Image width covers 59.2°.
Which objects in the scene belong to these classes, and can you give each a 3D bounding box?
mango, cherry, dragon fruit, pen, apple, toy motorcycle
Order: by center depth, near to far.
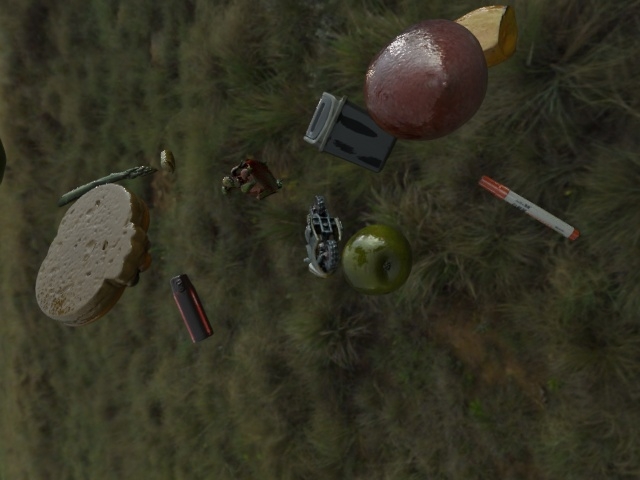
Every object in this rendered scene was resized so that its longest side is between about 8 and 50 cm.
[{"bbox_3d":[0.200,-0.277,1.025,0.239,0.239,0.206,38,169,43],"label":"cherry"},{"bbox_3d":[0.439,-0.070,1.189,0.239,0.028,0.028,31,133,1],"label":"pen"},{"bbox_3d":[0.001,0.000,1.367,0.229,0.093,0.130,-104,18,-44],"label":"toy motorcycle"},{"bbox_3d":[0.154,0.055,1.494,0.157,0.196,0.197,-147,52,-72],"label":"apple"},{"bbox_3d":[0.382,-0.520,1.498,0.257,0.138,0.187,7,61,43],"label":"mango"},{"bbox_3d":[-0.206,-0.182,1.660,0.138,0.174,0.142,-97,-9,-59],"label":"dragon fruit"}]

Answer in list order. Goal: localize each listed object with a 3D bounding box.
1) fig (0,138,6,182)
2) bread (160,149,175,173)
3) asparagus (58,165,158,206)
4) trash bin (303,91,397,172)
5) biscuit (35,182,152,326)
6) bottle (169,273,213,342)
[{"bbox_3d":[-0.851,-0.153,1.272,0.314,0.233,0.233,-53,55,26],"label":"fig"},{"bbox_3d":[-0.447,-0.234,1.661,0.033,0.049,0.088,-31,39,11],"label":"bread"},{"bbox_3d":[-0.489,-0.130,1.288,0.027,0.235,0.034,-116,7,-47],"label":"asparagus"},{"bbox_3d":[0.107,-0.363,1.909,0.182,0.290,0.210,-74,8,-79],"label":"trash bin"},{"bbox_3d":[-0.245,0.018,0.638,0.170,0.050,0.170,-16,57,27],"label":"biscuit"},{"bbox_3d":[-0.313,0.161,1.356,0.060,0.060,0.164,-17,97,55],"label":"bottle"}]
